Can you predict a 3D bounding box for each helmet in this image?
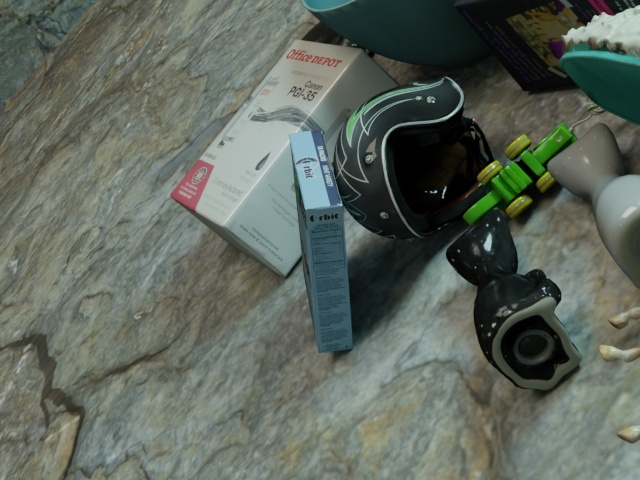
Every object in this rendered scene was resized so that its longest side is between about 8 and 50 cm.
[{"bbox_3d":[0.092,-0.082,1.141,0.161,0.169,0.169,-29,31,2],"label":"helmet"}]

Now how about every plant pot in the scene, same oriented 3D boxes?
[{"bbox_3d":[0.146,-0.325,1.320,0.290,0.195,0.290,-34,32,25],"label":"plant pot"}]

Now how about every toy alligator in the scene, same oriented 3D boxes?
[{"bbox_3d":[0.220,-0.081,1.082,0.189,0.056,0.051,-43,-11,10],"label":"toy alligator"}]

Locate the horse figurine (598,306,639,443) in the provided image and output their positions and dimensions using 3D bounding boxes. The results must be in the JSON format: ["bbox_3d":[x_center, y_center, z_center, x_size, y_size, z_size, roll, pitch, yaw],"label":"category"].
[{"bbox_3d":[0.289,0.087,0.764,0.174,0.066,0.263,-30,34,28],"label":"horse figurine"}]

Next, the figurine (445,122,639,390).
[{"bbox_3d":[0.214,-0.003,0.965,0.215,0.092,0.209,-41,26,12],"label":"figurine"}]

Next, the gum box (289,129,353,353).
[{"bbox_3d":[0.000,0.000,1.159,0.041,0.184,0.157,-7,35,-4],"label":"gum box"}]

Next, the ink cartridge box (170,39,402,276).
[{"bbox_3d":[-0.039,-0.117,1.404,0.283,0.117,0.207,-53,29,-6],"label":"ink cartridge box"}]

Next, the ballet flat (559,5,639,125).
[{"bbox_3d":[0.371,-0.126,0.849,0.147,0.147,0.409,-51,37,-4],"label":"ballet flat"}]

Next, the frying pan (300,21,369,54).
[{"bbox_3d":[0.037,-0.266,1.558,0.197,0.053,0.326,-56,27,-11],"label":"frying pan"}]

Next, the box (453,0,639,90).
[{"bbox_3d":[0.298,-0.267,1.095,0.270,0.143,0.165,3,56,55],"label":"box"}]
